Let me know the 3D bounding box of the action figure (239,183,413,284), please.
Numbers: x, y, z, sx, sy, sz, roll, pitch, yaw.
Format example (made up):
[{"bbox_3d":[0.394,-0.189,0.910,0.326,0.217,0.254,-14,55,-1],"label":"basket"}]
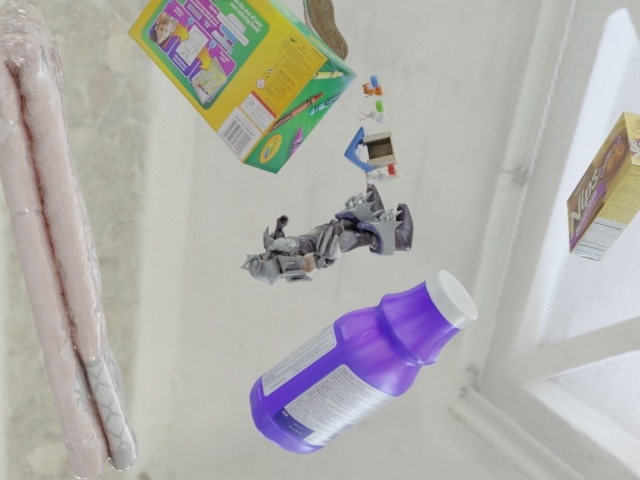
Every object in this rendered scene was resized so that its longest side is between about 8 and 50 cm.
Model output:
[{"bbox_3d":[0.000,0.000,1.197,0.185,0.285,0.099,18,-60,50],"label":"action figure"}]

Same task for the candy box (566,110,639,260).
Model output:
[{"bbox_3d":[0.404,-0.072,1.104,0.187,0.053,0.109,109,-6,-50],"label":"candy box"}]

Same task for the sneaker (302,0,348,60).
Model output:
[{"bbox_3d":[-0.009,-0.291,1.056,0.067,0.042,0.118,35,-18,41],"label":"sneaker"}]

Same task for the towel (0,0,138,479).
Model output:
[{"bbox_3d":[-0.214,-0.024,0.646,0.332,0.053,0.317,-137,-141,-62],"label":"towel"}]

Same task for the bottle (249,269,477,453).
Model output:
[{"bbox_3d":[0.049,0.139,0.915,0.283,0.118,0.092,-39,-141,22],"label":"bottle"}]

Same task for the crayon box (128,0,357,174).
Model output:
[{"bbox_3d":[-0.106,-0.239,1.013,0.165,0.081,0.278,-49,-115,16],"label":"crayon box"}]

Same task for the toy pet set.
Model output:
[{"bbox_3d":[0.055,-0.124,0.976,0.114,0.065,0.122,26,54,-77],"label":"toy pet set"}]
